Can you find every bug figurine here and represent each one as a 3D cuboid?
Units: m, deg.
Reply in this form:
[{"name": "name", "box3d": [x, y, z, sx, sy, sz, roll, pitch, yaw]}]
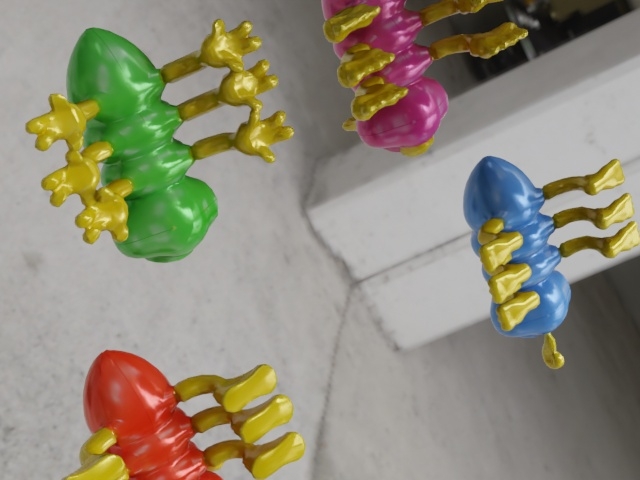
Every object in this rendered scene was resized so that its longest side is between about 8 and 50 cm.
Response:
[{"name": "bug figurine", "box3d": [0.000, 0.000, 0.474, 0.072, 0.279, 0.216, 14, -55, 56]}]
